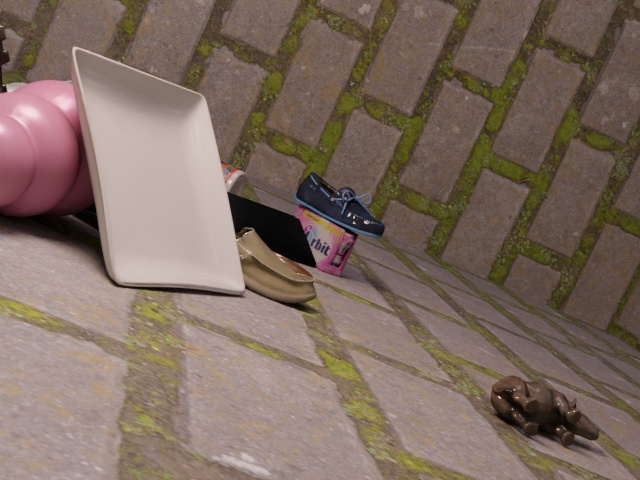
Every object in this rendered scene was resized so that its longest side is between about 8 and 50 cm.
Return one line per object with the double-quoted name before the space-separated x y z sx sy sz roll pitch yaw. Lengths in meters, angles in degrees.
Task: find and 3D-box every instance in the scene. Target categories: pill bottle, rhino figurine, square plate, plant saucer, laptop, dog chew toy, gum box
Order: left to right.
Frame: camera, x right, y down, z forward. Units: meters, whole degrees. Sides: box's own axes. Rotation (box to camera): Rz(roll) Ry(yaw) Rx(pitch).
"dog chew toy" -0.424 -0.126 1.480 0.207 0.206 0.332 25 14 8
"square plate" -0.246 -0.087 1.551 0.049 0.347 0.344 -18 -13 24
"pill bottle" -0.298 -0.166 2.653 0.193 0.108 0.108 26 6 14
"laptop" -0.169 -0.020 2.368 0.234 0.136 0.264 20 -18 -39
"plant saucer" -0.111 0.044 1.947 0.198 0.036 0.198 24 5 -2
"gum box" 0.000 0.000 2.401 0.062 0.107 0.188 19 8 -40
"rhino figurine" 0.370 0.277 1.664 0.243 0.073 0.106 22 10 -36

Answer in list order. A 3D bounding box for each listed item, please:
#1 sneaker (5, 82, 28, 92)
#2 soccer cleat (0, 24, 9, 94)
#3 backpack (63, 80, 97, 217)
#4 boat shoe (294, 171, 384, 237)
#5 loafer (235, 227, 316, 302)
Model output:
"sneaker" -0.753 -0.317 2.341 0.297 0.111 0.129 21 22 -1
"soccer cleat" -0.543 -0.221 1.606 0.121 0.289 0.093 -12 36 -23
"backpack" -0.371 -0.152 1.754 0.253 0.225 0.191 16 0 21
"boat shoe" 0.044 -0.087 2.381 0.258 0.089 0.109 28 7 29
"loafer" -0.122 0.028 1.774 0.268 0.092 0.102 24 6 -8
